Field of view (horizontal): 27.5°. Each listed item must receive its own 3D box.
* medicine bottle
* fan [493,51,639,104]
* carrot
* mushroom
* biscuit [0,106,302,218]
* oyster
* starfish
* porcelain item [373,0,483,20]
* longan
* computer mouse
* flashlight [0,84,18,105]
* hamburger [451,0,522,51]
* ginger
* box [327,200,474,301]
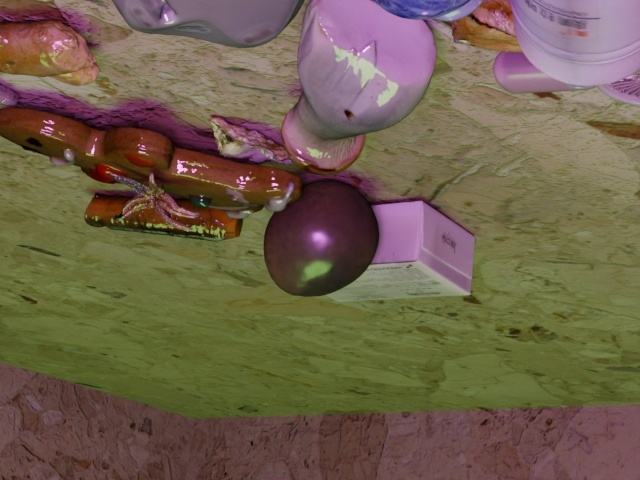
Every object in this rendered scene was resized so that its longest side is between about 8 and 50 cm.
[{"bbox_3d":[0.236,-0.252,1.137,0.152,0.152,0.254,3,161,12],"label":"medicine bottle"},{"bbox_3d":[0.310,-0.191,1.433,0.244,0.074,0.130,-1,161,26],"label":"fan"},{"bbox_3d":[-0.257,-0.039,2.141,0.260,0.070,0.070,5,162,11],"label":"carrot"},{"bbox_3d":[0.027,-0.180,1.548,0.159,0.122,0.328,45,158,1],"label":"mushroom"},{"bbox_3d":[-0.261,-0.101,1.879,0.432,0.064,0.283,15,170,-23],"label":"biscuit"},{"bbox_3d":[-0.088,-0.124,1.837,0.146,0.045,0.121,9,162,-2],"label":"oyster"},{"bbox_3d":[-0.245,-0.058,1.833,0.130,0.041,0.133,-19,120,44],"label":"starfish"},{"bbox_3d":[0.074,-0.290,1.125,0.141,0.141,0.259,-2,150,27],"label":"porcelain item"},{"bbox_3d":[0.000,0.000,1.968,0.187,0.167,0.167,-44,139,20],"label":"longan"},{"bbox_3d":[-0.090,-0.290,1.244,0.197,0.095,0.331,4,154,-20],"label":"computer mouse"},{"bbox_3d":[-0.448,-0.206,1.742,0.052,0.031,0.110,-42,148,17],"label":"flashlight"},{"bbox_3d":[0.182,-0.238,1.333,0.176,0.087,0.102,8,176,-30],"label":"hamburger"},{"bbox_3d":[-0.417,-0.238,1.579,0.299,0.065,0.118,9,159,3],"label":"ginger"},{"bbox_3d":[0.093,0.023,2.125,0.260,0.111,0.194,-7,159,30],"label":"box"}]
